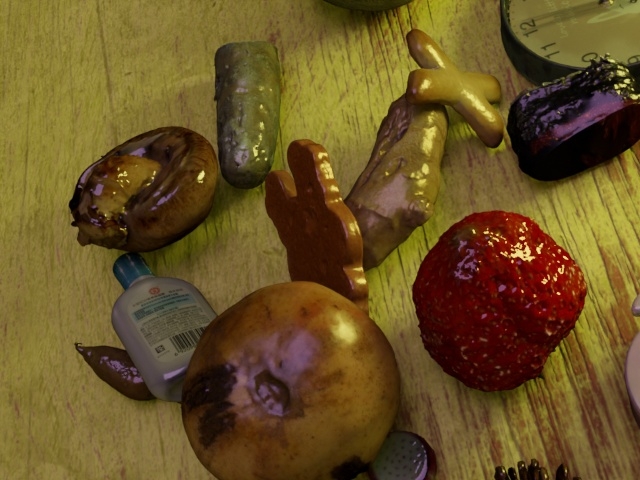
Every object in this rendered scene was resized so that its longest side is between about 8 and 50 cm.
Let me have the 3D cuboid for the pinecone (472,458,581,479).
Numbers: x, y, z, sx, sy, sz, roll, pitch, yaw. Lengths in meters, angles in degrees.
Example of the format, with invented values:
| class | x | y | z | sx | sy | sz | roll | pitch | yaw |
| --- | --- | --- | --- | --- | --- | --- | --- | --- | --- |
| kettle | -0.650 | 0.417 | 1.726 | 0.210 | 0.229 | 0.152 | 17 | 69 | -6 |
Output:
| class | x | y | z | sx | sy | sz | roll | pitch | yaw |
| --- | --- | --- | --- | --- | --- | --- | --- | --- | --- |
| pinecone | 0.273 | 0.372 | 1.206 | 0.195 | 0.150 | 0.179 | 8 | 69 | 27 |

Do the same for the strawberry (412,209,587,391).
| class | x | y | z | sx | sy | sz | roll | pitch | yaw |
| --- | --- | --- | --- | --- | --- | --- | --- | --- | --- |
| strawberry | 0.243 | 0.068 | 1.327 | 0.257 | 0.277 | 0.257 | -11 | 53 | 15 |

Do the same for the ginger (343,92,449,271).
| class | x | y | z | sx | sy | sz | roll | pitch | yaw |
| --- | --- | --- | --- | --- | --- | --- | --- | --- | --- |
| ginger | 0.130 | -0.105 | 1.559 | 0.189 | 0.126 | 0.354 | -6 | 56 | 48 |

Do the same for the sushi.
| class | x | y | z | sx | sy | sz | roll | pitch | yaw |
| --- | --- | --- | --- | --- | --- | --- | --- | --- | --- |
| sushi | 0.414 | -0.194 | 1.511 | 0.225 | 0.136 | 0.126 | -28 | 52 | 10 |

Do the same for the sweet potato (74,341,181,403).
| class | x | y | z | sx | sy | sz | roll | pitch | yaw |
| --- | --- | --- | --- | --- | --- | --- | --- | --- | --- |
| sweet potato | -0.287 | 0.233 | 1.540 | 0.269 | 0.075 | 0.075 | 20 | 68 | 14 |

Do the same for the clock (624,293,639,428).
| class | x | y | z | sx | sy | sz | roll | pitch | yaw |
| --- | --- | --- | --- | --- | --- | --- | --- | --- | --- |
| clock | 0.577 | 0.162 | 1.255 | 0.338 | 0.102 | 0.339 | -10 | 57 | 15 |

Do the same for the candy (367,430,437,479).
| class | x | y | z | sx | sy | sz | roll | pitch | yaw |
| --- | --- | --- | --- | --- | --- | --- | --- | --- | --- |
| candy | 0.118 | 0.327 | 1.351 | 0.103 | 0.043 | 0.103 | -9 | 58 | 14 |

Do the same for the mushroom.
| class | x | y | z | sx | sy | sz | roll | pitch | yaw |
| --- | --- | --- | --- | --- | --- | --- | --- | --- | --- |
| mushroom | -0.318 | -0.078 | 1.647 | 0.263 | 0.195 | 0.283 | 21 | 36 | 35 |

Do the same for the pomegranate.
| class | x | y | z | sx | sy | sz | roll | pitch | yaw |
| --- | --- | --- | --- | --- | --- | --- | --- | --- | --- |
| pomegranate | -0.043 | 0.218 | 1.333 | 0.322 | 0.322 | 0.322 | -9 | 57 | 14 |

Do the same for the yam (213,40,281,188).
| class | x | y | z | sx | sy | sz | roll | pitch | yaw |
| --- | --- | --- | --- | --- | --- | --- | --- | --- | --- |
| yam | -0.140 | -0.242 | 1.740 | 0.133 | 0.133 | 0.331 | -9 | 59 | 14 |

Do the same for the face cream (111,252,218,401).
| class | x | y | z | sx | sy | sz | roll | pitch | yaw |
| --- | --- | --- | --- | --- | --- | --- | --- | --- | --- |
| face cream | -0.265 | 0.131 | 1.561 | 0.163 | 0.080 | 0.337 | -19 | 40 | -24 |

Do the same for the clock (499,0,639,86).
| class | x | y | z | sx | sy | sz | roll | pitch | yaw |
| --- | --- | --- | --- | --- | --- | --- | --- | --- | --- |
| clock | 0.507 | -0.422 | 1.648 | 0.386 | 0.076 | 0.386 | -9 | 57 | 14 |

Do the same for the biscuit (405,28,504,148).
| class | x | y | z | sx | sy | sz | roll | pitch | yaw |
| --- | --- | --- | --- | --- | --- | --- | --- | --- | --- |
| biscuit | 0.230 | -0.260 | 1.582 | 0.047 | 0.207 | 0.164 | -37 | 39 | 42 |

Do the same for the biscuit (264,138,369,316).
| class | x | y | z | sx | sy | sz | roll | pitch | yaw |
| --- | --- | --- | --- | --- | --- | --- | --- | --- | --- |
| biscuit | 0.000 | 0.000 | 1.512 | 0.047 | 0.202 | 0.334 | -6 | 62 | -31 |

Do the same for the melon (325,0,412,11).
| class | x | y | z | sx | sy | sz | roll | pitch | yaw |
| --- | --- | --- | --- | --- | --- | --- | --- | --- | --- |
| melon | 0.079 | -0.569 | 1.792 | 0.329 | 0.249 | 0.249 | 24 | 70 | 26 |
